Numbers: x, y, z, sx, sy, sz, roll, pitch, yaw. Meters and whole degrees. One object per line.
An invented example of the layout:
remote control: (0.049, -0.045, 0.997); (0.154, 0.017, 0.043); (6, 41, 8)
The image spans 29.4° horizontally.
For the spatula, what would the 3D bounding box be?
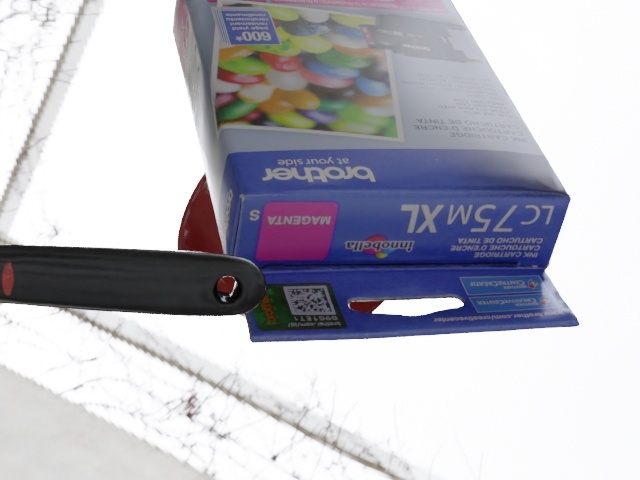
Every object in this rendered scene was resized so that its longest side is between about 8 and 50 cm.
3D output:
spatula: (-0.172, 0.011, 0.544); (0.296, 0.030, 0.084); (6, -76, -4)

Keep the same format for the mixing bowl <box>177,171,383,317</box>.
mixing bowl: (0.000, 0.000, 0.869); (0.098, 0.181, 0.181); (44, -74, 33)

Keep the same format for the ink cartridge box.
ink cartridge box: (0.023, -0.066, 0.719); (0.185, 0.311, 0.065); (0, -49, -15)
